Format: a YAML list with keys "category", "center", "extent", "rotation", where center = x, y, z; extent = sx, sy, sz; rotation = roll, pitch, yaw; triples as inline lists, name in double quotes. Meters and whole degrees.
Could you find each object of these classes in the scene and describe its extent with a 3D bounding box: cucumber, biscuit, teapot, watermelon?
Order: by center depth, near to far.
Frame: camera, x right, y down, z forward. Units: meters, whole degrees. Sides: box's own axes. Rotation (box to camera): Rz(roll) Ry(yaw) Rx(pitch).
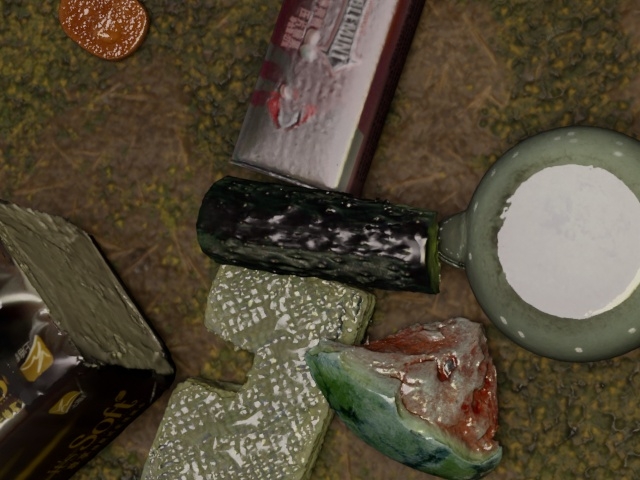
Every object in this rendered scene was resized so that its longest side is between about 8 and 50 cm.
- category: "teapot"
  center: [0.214, 0.003, 1.561]
  extent: [0.294, 0.129, 0.193]
  rotation: [0, 87, 16]
- category: "cucumber"
  center: [-0.001, -0.001, 1.596]
  extent: [0.211, 0.062, 0.078]
  rotation: [11, 105, 31]
- category: "watermelon"
  center: [0.087, 0.117, 1.612]
  extent: [0.187, 0.071, 0.139]
  rotation: [35, 81, -2]
- category: "biscuit"
  center: [-0.058, 0.133, 1.683]
  extent: [0.147, 0.046, 0.250]
  rotation: [23, 94, 17]
- category: "biscuit"
  center: [-0.198, -0.210, 1.763]
  extent: [0.091, 0.015, 0.078]
  rotation: [38, 97, 16]

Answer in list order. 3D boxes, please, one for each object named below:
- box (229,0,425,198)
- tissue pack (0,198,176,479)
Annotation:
- category: "box"
  center: [0.011, -0.154, 1.665]
  extent: [0.120, 0.069, 0.224]
  rotation: [21, 92, 18]
- category: "tissue pack"
  center: [-0.336, 0.158, 1.691]
  extent: [0.370, 0.198, 0.210]
  rotation: [-43, 70, 13]
